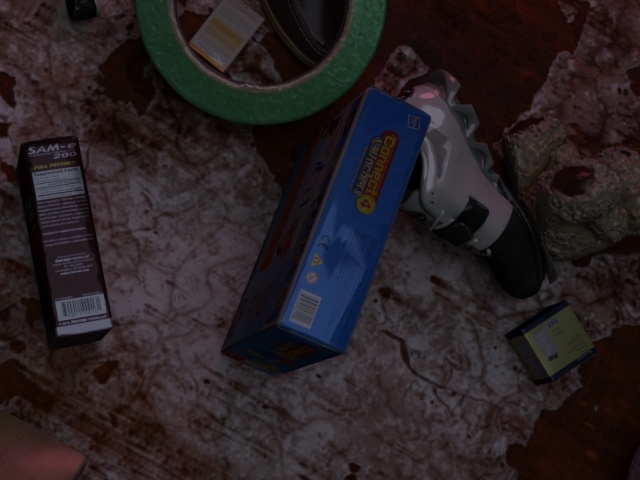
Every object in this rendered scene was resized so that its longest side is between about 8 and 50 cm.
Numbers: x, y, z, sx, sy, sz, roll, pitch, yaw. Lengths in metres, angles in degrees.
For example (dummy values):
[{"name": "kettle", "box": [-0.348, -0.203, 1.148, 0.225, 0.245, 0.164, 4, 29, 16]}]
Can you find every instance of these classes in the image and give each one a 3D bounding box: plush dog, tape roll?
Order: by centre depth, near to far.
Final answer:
[{"name": "tape roll", "box": [-0.076, -0.310, 1.776, 0.321, 0.077, 0.321, 0, 98, -3]}, {"name": "plush dog", "box": [0.387, -0.054, 1.881, 0.225, 0.262, 0.211, -11, 116, -8]}]

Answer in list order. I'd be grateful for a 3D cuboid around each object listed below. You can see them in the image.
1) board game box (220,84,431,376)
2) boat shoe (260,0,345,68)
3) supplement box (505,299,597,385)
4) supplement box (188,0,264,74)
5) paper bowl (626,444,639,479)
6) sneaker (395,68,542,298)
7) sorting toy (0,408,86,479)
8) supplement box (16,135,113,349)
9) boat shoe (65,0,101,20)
[{"name": "board game box", "box": [0.000, 0.000, 1.696, 0.086, 0.302, 0.308, 24, 75, -11]}, {"name": "boat shoe", "box": [-0.023, -0.398, 1.860, 0.123, 0.123, 0.342, -13, 83, -18]}, {"name": "supplement box", "box": [0.315, 0.140, 1.887, 0.083, 0.056, 0.083, -31, 89, -19]}, {"name": "supplement box", "box": [-0.129, -0.275, 1.852, 0.062, 0.036, 0.098, 38, 74, -7]}, {"name": "paper bowl", "box": [0.543, 0.358, 1.862, 0.284, 0.148, 0.284, 3, 80, -15]}, {"name": "sneaker", "box": [0.173, -0.047, 1.833, 0.146, 0.122, 0.331, -33, 101, -19]}, {"name": "sorting toy", "box": [-0.445, 0.302, 1.579, 0.255, 0.089, 0.257, 27, 45, 6]}, {"name": "supplement box", "box": [-0.316, 0.005, 1.697, 0.073, 0.130, 0.240, -9, 81, -17]}, {"name": "boat shoe", "box": [-0.325, -0.352, 1.805, 0.042, 0.049, 0.133, -16, 89, -26]}]
